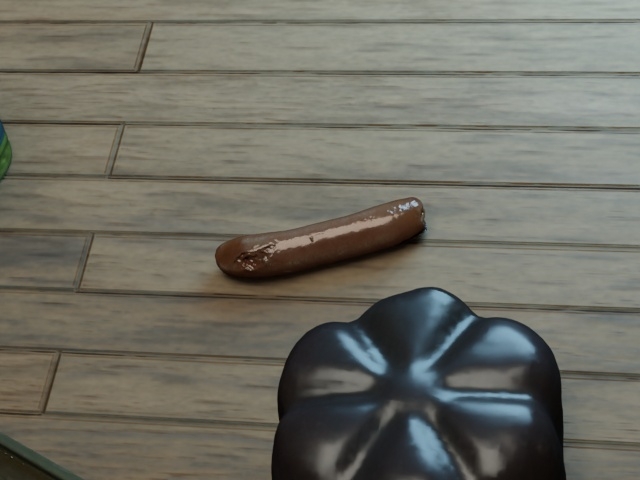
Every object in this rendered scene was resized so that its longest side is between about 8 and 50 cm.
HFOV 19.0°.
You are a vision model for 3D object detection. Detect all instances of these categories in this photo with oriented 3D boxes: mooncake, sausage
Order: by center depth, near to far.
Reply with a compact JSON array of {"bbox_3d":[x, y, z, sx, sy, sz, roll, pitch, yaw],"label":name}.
[{"bbox_3d":[0.075,0.156,1.470,0.245,0.133,0.245,-5,48,6],"label":"mooncake"},{"bbox_3d":[0.000,0.000,1.649,0.186,0.043,0.043,-14,53,4],"label":"sausage"}]

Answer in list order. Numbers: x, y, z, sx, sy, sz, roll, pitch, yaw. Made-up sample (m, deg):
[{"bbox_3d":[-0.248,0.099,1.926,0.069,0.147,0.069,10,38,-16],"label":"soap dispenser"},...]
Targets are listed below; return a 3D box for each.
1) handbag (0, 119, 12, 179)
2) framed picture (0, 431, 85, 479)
[{"bbox_3d":[-0.428,-0.104,1.703,0.222,0.241,0.263,25,66,27],"label":"handbag"},{"bbox_3d":[-0.332,0.287,1.538,0.232,0.024,0.315,25,66,27],"label":"framed picture"}]
